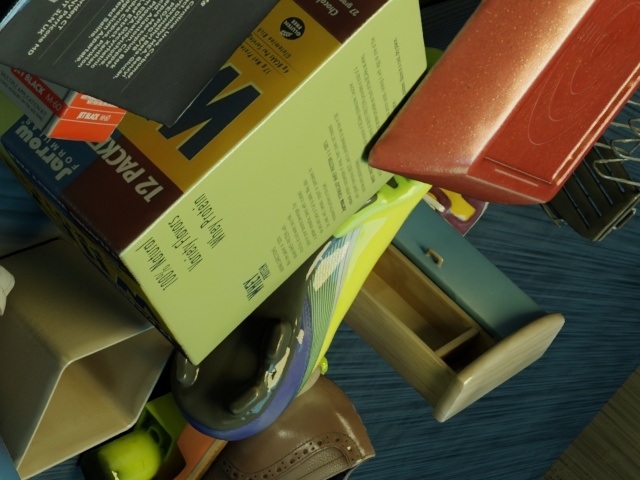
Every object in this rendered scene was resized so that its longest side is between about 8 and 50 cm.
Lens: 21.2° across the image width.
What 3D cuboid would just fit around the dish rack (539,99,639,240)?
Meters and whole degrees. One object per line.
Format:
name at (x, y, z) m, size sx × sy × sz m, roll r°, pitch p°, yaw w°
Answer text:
dish rack at (0.220, -0.142, 1.281) m, size 0.074 × 0.208 × 0.271 m, roll 4°, pitch 137°, yaw -40°

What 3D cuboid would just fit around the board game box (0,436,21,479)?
board game box at (-0.241, 0.143, 0.946) m, size 0.194 × 0.194 × 0.060 m, roll 11°, pitch 138°, yaw -42°

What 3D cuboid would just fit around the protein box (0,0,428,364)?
protein box at (-0.059, -0.070, 0.931) m, size 0.201 × 0.136 × 0.200 m, roll -44°, pitch 161°, yaw -9°

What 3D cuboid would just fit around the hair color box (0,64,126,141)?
hair color box at (-0.097, -0.138, 0.786) m, size 0.167 × 0.093 × 0.053 m, roll -53°, pitch 160°, yaw 15°

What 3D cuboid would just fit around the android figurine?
android figurine at (-0.096, 0.170, 1.441) m, size 0.273 × 0.056 × 0.248 m, roll -26°, pitch 151°, yaw -41°

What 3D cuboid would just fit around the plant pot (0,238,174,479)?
plant pot at (-0.163, 0.063, 1.035) m, size 0.109 × 0.096 × 0.109 m, roll -23°, pitch 149°, yaw -49°

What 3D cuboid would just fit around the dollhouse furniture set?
dollhouse furniture set at (0.084, -0.042, 1.192) m, size 0.286 × 0.198 × 0.303 m, roll -27°, pitch 152°, yaw -45°

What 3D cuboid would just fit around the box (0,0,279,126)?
box at (-0.112, -0.136, 0.663) m, size 0.093 × 0.156 × 0.158 m, roll -50°, pitch 161°, yaw 10°

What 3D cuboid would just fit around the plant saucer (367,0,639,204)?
plant saucer at (0.159, -0.123, 1.029) m, size 0.259 × 0.048 × 0.258 m, roll -53°, pitch 161°, yaw 10°

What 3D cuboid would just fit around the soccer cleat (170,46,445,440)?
soccer cleat at (-0.001, 0.000, 1.105) m, size 0.289 × 0.093 × 0.121 m, roll -56°, pitch 170°, yaw -6°

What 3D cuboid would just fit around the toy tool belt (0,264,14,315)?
toy tool belt at (-0.205, 0.025, 0.942) m, size 0.051 × 0.052 × 0.083 m, roll -54°, pitch 161°, yaw -6°

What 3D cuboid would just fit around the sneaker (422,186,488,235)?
sneaker at (0.084, -0.011, 1.444) m, size 0.084 × 0.069 × 0.185 m, roll -37°, pitch 158°, yaw -41°

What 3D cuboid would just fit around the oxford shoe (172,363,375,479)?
oxford shoe at (-0.072, 0.245, 1.365) m, size 0.130 × 0.133 × 0.363 m, roll -21°, pitch 148°, yaw -44°
